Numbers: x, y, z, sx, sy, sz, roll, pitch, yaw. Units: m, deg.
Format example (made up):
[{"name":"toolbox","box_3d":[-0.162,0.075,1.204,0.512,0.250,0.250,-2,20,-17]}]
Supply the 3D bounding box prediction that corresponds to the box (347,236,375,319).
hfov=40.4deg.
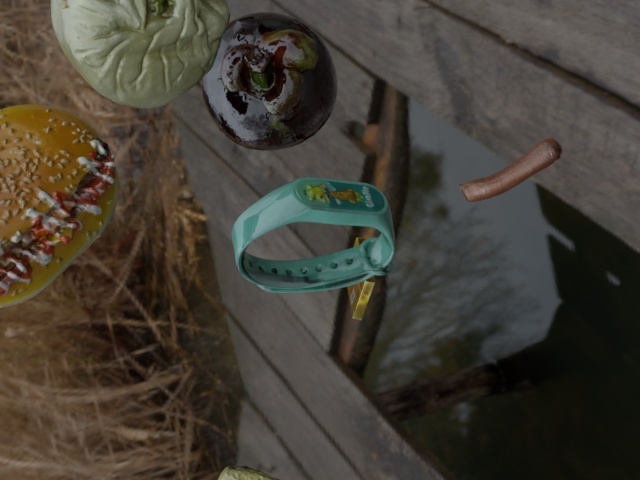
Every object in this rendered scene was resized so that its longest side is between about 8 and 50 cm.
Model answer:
[{"name":"box","box_3d":[0.073,0.070,1.631,0.156,0.022,0.089,-99,22,-60]}]

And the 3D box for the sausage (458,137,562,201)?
[{"name":"sausage","box_3d":[0.316,-0.113,1.435,0.047,0.177,0.040,54,-168,-33]}]

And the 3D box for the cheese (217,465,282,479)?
[{"name":"cheese","box_3d":[-0.054,0.232,0.792,0.030,0.083,0.044,-66,-8,-66]}]

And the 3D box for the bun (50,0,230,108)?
[{"name":"bun","box_3d":[-0.220,-0.284,1.099,0.145,0.229,0.229,-3,98,58]}]

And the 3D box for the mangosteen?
[{"name":"mangosteen","box_3d":[-0.084,-0.257,1.389,0.265,0.228,0.228,-72,-30,-89]}]

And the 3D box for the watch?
[{"name":"watch","box_3d":[0.000,0.000,1.185,0.195,0.237,0.068,117,146,-45]}]

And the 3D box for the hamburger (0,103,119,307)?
[{"name":"hamburger","box_3d":[-0.401,-0.048,1.124,0.227,0.295,0.151,39,161,2]}]
